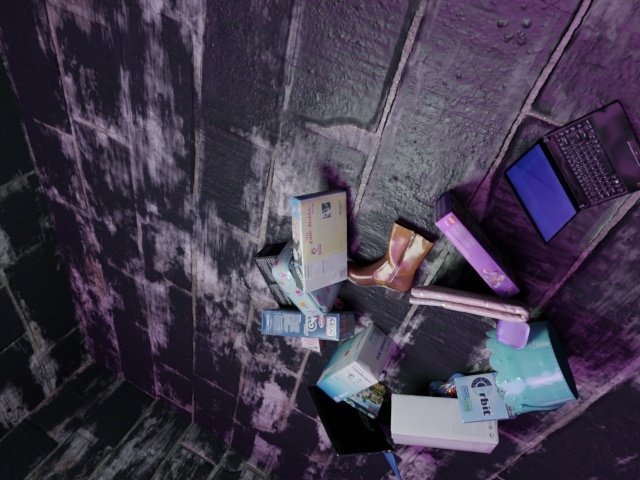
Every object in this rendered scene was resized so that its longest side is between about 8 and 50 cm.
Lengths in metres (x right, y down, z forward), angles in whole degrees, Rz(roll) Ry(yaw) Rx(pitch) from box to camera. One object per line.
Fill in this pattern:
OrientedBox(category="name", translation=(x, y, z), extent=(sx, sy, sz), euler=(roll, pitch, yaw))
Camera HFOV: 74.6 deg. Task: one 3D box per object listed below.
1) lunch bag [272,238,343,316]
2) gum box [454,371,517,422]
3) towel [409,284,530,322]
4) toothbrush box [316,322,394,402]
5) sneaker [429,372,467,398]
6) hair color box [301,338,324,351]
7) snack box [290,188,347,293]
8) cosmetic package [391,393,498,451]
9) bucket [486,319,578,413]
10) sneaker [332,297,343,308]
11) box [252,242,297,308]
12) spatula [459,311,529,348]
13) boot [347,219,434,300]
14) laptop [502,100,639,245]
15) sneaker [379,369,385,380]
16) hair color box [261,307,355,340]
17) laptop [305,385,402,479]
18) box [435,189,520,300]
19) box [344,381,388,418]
OrientedBox(category="lunch bag", translation=(-0.040, 0.122, 1.559), extent=(0.107, 0.224, 0.279), euler=(-14, 121, 42))
OrientedBox(category="gum box", translation=(0.596, 0.570, 1.528), extent=(0.184, 0.157, 0.041), euler=(-16, 144, 19))
OrientedBox(category="towel", translation=(0.456, 0.187, 1.266), extent=(0.316, 0.331, 0.054), euler=(8, 90, 26))
OrientedBox(category="toothbrush box", translation=(0.143, 0.508, 1.734), extent=(0.126, 0.216, 0.295), euler=(42, 134, -4))
OrientedBox(category="sneaker", translation=(0.519, 0.597, 1.669), extent=(0.083, 0.087, 0.221), euler=(42, 133, -4))
OrientedBox(category="hair color box", translation=(-0.040, 0.414, 1.883), extent=(0.092, 0.053, 0.168), euler=(11, 126, 24))
OrientedBox(category="snack box", translation=(0.000, 0.000, 1.413), extent=(0.060, 0.186, 0.323), euler=(24, 121, 51))
OrientedBox(category="cosmetic package", translation=(0.471, 0.714, 1.640), extent=(0.383, 0.156, 0.217), euler=(2, 145, 12))
OrientedBox(category="bucket", translation=(0.660, 0.388, 1.313), extent=(0.182, 0.281, 0.281), euler=(-23, 109, 31))
OrientedBox(category="sneaker", translation=(0.040, 0.236, 1.715), extent=(0.119, 0.047, 0.057), euler=(53, 143, -12))
OrientedBox(category="box", translation=(-0.128, 0.145, 1.701), extent=(0.184, 0.103, 0.262), euler=(-5, 120, 38))
OrientedBox(category="spatula", translation=(0.533, 0.258, 1.343), extent=(0.030, 0.296, 0.084), euler=(5, 97, -21))
OrientedBox(category="boot", translation=(0.218, 0.056, 1.443), extent=(0.263, 0.096, 0.281), euler=(27, 130, 15))
OrientedBox(category="laptop", translation=(0.627, -0.152, 1.020), extent=(0.264, 0.137, 0.234), euler=(-25, 109, 40))
OrientedBox(category="sneaker", translation=(0.241, 0.602, 1.867), extent=(0.098, 0.038, 0.069), euler=(4, 124, 28))
OrientedBox(category="hair color box", translation=(-0.050, 0.337, 1.718), extent=(0.346, 0.173, 0.105), euler=(-2, 84, 26))
OrientedBox(category="laptop", translation=(0.148, 0.858, 1.851), extent=(0.407, 0.382, 0.237), euler=(9, 109, -26))
OrientedBox(category="box", translation=(0.440, 0.006, 1.198), extent=(0.057, 0.201, 0.293), euler=(-39, 99, 26))
OrientedBox(category="box", translation=(0.168, 0.655, 1.866), extent=(0.232, 0.159, 0.044), euler=(30, 132, 7))
